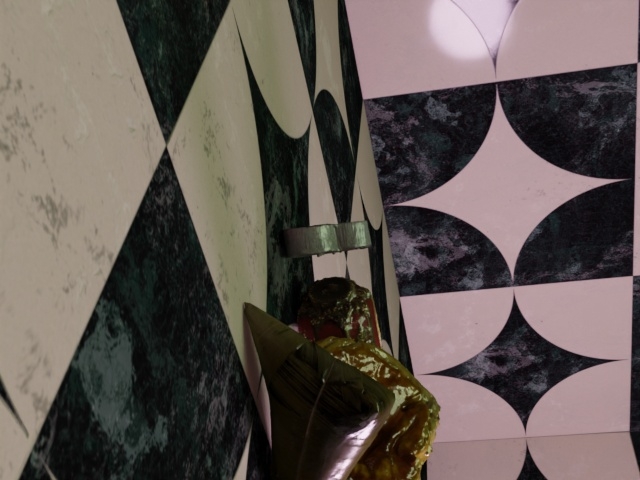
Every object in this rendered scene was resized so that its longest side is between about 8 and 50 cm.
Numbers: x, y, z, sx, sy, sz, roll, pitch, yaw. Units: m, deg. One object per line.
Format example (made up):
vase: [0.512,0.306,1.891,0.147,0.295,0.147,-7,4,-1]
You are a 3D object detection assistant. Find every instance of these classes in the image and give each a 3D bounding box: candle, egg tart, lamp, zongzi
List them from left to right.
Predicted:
zongzi: [-0.065,0.285,1.443,0.273,0.300,0.145,-57,176,15]
candle: [0.000,0.000,1.787,0.169,0.192,0.068,-9,-93,57]
lamp: [0.044,0.209,1.841,0.177,0.177,0.273,-79,158,-57]
egg tart: [0.059,0.345,1.673,0.340,0.153,0.351,35,44,-16]
